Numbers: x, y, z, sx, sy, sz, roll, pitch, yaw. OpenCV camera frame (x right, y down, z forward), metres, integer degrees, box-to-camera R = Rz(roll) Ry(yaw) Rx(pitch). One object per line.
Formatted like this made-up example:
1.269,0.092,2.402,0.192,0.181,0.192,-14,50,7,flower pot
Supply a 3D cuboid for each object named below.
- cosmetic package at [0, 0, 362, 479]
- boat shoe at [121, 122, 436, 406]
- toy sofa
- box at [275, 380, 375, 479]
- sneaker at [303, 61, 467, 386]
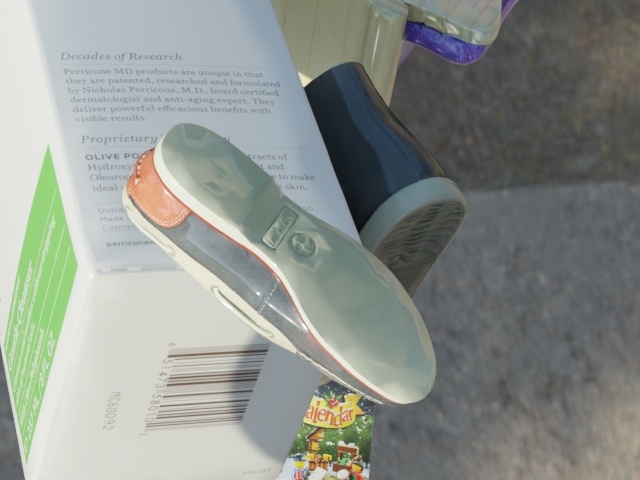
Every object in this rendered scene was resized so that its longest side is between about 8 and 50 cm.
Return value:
-0.111,-0.057,0.993,0.155,0.197,0.366,-2,47,-23,cosmetic package
-0.016,0.015,0.636,0.137,0.043,0.049,42,45,-4,boat shoe
0.093,-0.201,1.379,0.177,0.150,0.362,23,40,12,toy sofa
-0.074,0.190,1.469,0.233,0.044,0.159,6,84,-10,box
0.000,0.000,1.051,0.083,0.222,0.118,-2,53,-41,sneaker
